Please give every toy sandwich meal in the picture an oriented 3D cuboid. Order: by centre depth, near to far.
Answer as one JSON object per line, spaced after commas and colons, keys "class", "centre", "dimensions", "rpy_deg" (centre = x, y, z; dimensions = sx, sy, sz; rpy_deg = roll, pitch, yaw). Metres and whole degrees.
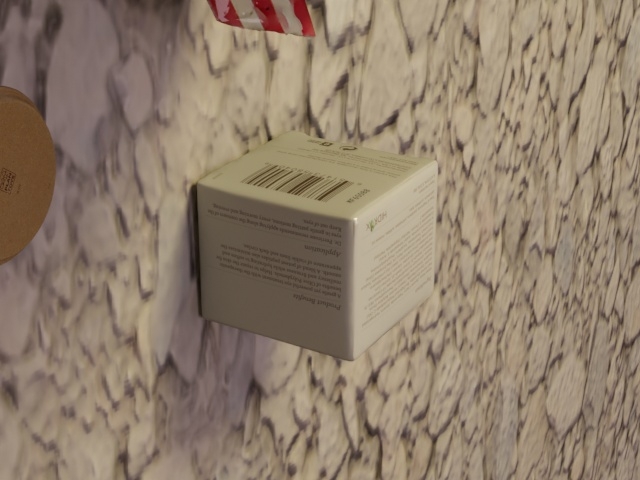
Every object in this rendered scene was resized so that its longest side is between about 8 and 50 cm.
{"class": "toy sandwich meal", "centre": [-0.145, -0.026, 0.583], "dimensions": [0.085, 0.029, 0.085], "rpy_deg": [-33, 128, -58]}

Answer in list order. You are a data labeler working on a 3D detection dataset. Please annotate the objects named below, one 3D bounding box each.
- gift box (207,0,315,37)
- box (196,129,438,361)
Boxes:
{"class": "gift box", "centre": [0.021, -0.215, 0.553], "dimensions": [0.276, 0.258, 0.255], "rpy_deg": [9, 93, -49]}
{"class": "box", "centre": [0.000, 0.000, 0.773], "dimensions": [0.102, 0.101, 0.087], "rpy_deg": [-33, 130, -52]}
